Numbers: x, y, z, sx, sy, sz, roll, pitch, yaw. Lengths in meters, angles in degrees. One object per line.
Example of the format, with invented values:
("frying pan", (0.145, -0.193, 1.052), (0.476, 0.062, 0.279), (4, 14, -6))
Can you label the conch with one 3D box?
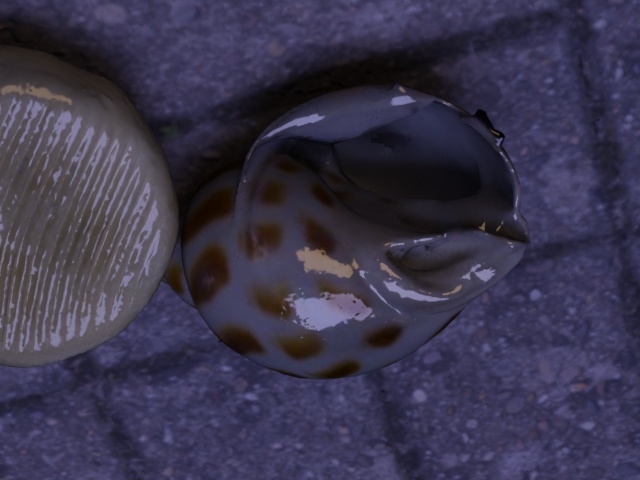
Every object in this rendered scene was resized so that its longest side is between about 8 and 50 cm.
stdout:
("conch", (0.000, 0.000, 1.234), (0.275, 0.183, 0.149), (-1, 170, 7))

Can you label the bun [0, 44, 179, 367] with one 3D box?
("bun", (-0.199, -0.029, 1.198), (0.222, 0.127, 0.222), (-7, 114, -17))
